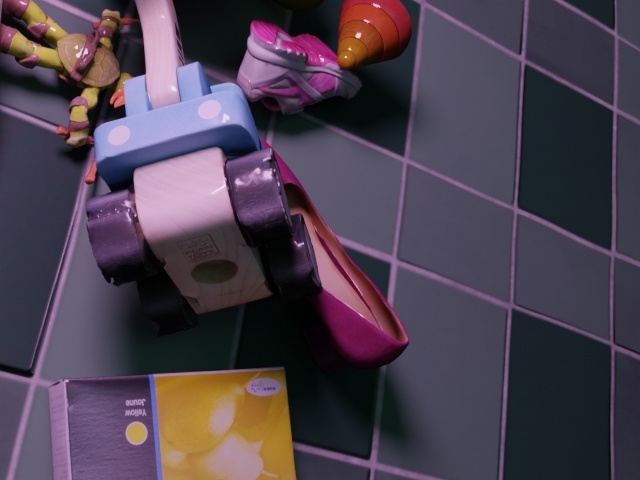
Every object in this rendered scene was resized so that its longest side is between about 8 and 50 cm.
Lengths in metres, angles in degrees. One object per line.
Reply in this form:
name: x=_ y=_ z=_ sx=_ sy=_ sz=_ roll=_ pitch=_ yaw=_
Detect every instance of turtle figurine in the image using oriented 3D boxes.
turtle figurine: x=-0.322 y=-0.222 z=1.214 sx=0.217 sy=0.087 sz=0.270 roll=26 pitch=62 yaw=-25

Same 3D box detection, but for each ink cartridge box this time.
ink cartridge box: x=-0.168 y=0.316 z=1.154 sx=0.303 sy=0.072 sz=0.307 roll=2 pitch=72 yaw=-34

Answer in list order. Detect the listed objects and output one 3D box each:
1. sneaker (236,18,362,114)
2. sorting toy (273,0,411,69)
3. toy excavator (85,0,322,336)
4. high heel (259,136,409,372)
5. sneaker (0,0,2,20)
sneaker: x=-0.039 y=-0.246 z=1.416 sx=0.252 sy=0.111 sz=0.103 roll=7 pitch=35 yaw=-51
sorting toy: x=-0.043 y=-0.362 z=1.398 sx=0.365 sy=0.127 sz=0.126 roll=34 pitch=49 yaw=-1
toy excavator: x=-0.179 y=-0.168 z=1.153 sx=0.222 sy=0.433 sz=0.445 roll=-16 pitch=58 yaw=3
high heel: x=0.000 y=0.000 z=1.300 sx=0.127 sy=0.181 sz=0.377 roll=-30 pitch=92 yaw=-37
sneaker: x=-0.464 y=-0.193 z=1.084 sx=0.150 sy=0.135 sz=0.366 roll=4 pitch=80 yaw=6
